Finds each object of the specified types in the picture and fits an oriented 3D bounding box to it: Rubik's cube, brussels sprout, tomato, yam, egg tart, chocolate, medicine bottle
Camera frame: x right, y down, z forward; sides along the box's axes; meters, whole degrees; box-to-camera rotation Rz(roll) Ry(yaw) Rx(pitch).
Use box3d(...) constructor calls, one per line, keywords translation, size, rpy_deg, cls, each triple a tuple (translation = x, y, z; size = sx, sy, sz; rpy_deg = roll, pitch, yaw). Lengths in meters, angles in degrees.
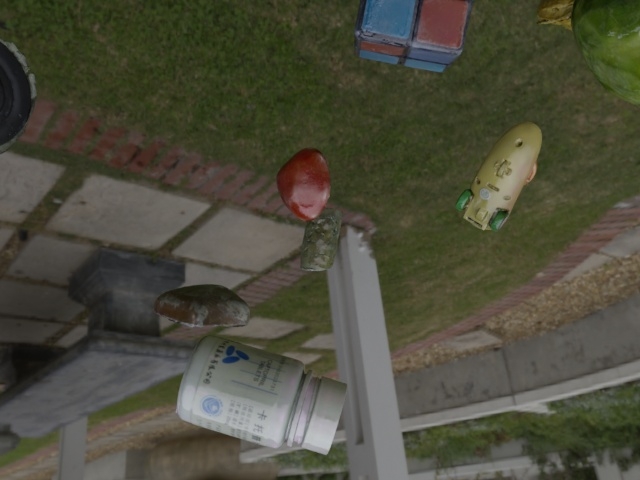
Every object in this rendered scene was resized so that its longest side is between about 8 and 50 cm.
box3d(translation=(0.279, -0.698, 1.760), size=(0.319, 0.313, 0.316), rpy_deg=(12, -173, 2), cls="Rubik's cube")
box3d(translation=(0.451, -0.274, 0.716), size=(0.271, 0.219, 0.210), rpy_deg=(1, 137, 39), cls="brussels sprout")
box3d(translation=(-0.050, -0.142, 1.521), size=(0.166, 0.174, 0.082), rpy_deg=(-38, 157, 32), cls="tomato")
box3d(translation=(0.000, 0.000, 1.763), size=(0.107, 0.194, 0.107), rpy_deg=(9, 173, 1), cls="yam")
box3d(translation=(0.602, -0.518, 1.250), size=(0.295, 0.294, 0.116), rpy_deg=(-21, 111, 29), cls="egg tart")
box3d(translation=(-0.273, 0.147, 1.417), size=(0.157, 0.080, 0.254), rpy_deg=(16, -178, 28), cls="chocolate")
box3d(translation=(-0.107, 0.295, 1.121), size=(0.293, 0.170, 0.170), rpy_deg=(16, 154, 3), cls="medicine bottle")

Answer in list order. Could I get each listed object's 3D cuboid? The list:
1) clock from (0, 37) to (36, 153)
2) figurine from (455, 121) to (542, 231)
box3d(translation=(-0.199, -0.085, 0.327), size=(0.010, 0.074, 0.083), rpy_deg=(16, 172, 35), cls="clock")
box3d(translation=(0.466, -0.158, 1.490), size=(0.222, 0.124, 0.324), rpy_deg=(-35, 153, -42), cls="figurine")
